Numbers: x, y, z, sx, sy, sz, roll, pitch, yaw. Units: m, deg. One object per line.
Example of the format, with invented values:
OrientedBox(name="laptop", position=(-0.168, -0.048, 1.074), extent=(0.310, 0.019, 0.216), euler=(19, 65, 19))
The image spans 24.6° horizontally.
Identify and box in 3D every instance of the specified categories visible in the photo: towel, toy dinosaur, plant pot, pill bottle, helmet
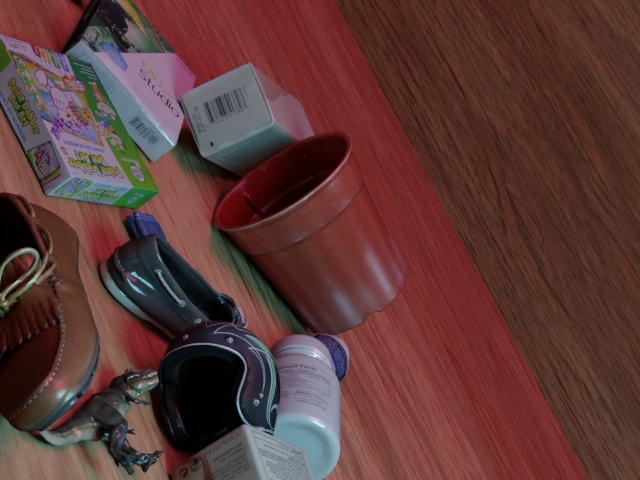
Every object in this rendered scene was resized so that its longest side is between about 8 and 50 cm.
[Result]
OrientedBox(name="towel", position=(-0.245, 0.014, 2.175), extent=(0.119, 0.029, 0.067), euler=(61, 19, 19))
OrientedBox(name="toy dinosaur", position=(-0.248, 0.226, 1.745), extent=(0.118, 0.064, 0.268), euler=(44, 19, 8))
OrientedBox(name="plant pot", position=(0.000, 0.000, 2.501), extent=(0.265, 0.272, 0.272), euler=(58, 16, -22))
OrientedBox(name="pill bottle", position=(-0.035, 0.241, 2.146), extent=(0.131, 0.131, 0.229), euler=(48, 20, -22))
OrientedBox(name="helmet", position=(-0.133, 0.189, 1.943), extent=(0.169, 0.169, 0.162), euler=(25, 51, -58))
OrientedBox(name="pill bottle", position=(-0.008, 0.200, 2.353), extent=(0.094, 0.094, 0.169), euler=(56, 18, 2))

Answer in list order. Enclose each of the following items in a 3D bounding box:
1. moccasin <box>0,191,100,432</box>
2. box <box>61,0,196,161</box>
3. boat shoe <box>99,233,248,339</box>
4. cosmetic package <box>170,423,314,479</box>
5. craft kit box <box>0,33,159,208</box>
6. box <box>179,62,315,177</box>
OrientedBox(name="moccasin", position=(-0.335, 0.069, 1.663), extent=(0.147, 0.139, 0.380), euler=(43, 22, -33))
OrientedBox(name="box", position=(-0.317, -0.291, 2.482), extent=(0.232, 0.058, 0.322), euler=(49, 17, -20))
OrientedBox(name="boat shoe", position=(-0.172, 0.100, 2.102), extent=(0.335, 0.095, 0.112), euler=(39, 24, -41))
OrientedBox(name="cosmetic package", position=(-0.061, 0.396, 1.813), extent=(0.153, 0.129, 0.296), euler=(36, 26, -50))
OrientedBox(name="craft kit box", position=(-0.367, -0.169, 2.147), extent=(0.247, 0.061, 0.250), euler=(63, 19, 14))
OrientedBox(name="box", position=(-0.118, -0.200, 2.607), extent=(0.311, 0.148, 0.121), euler=(29, 39, -74))
